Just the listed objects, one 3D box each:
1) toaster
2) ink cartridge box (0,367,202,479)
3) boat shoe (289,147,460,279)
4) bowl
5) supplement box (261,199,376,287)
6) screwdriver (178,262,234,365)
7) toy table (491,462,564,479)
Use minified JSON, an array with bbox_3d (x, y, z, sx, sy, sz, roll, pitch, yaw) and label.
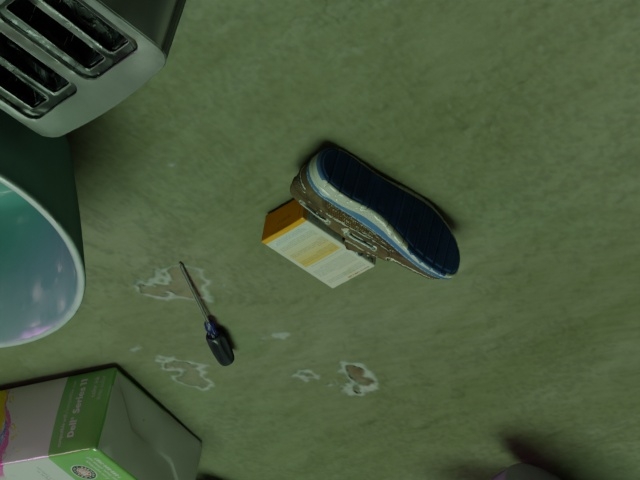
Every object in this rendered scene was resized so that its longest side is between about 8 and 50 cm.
[{"bbox_3d":[-0.208,-0.183,1.048,0.168,0.110,0.186,-25,132,37],"label":"toaster"},{"bbox_3d":[-0.355,0.282,1.673,0.354,0.119,0.207,-13,139,25],"label":"ink cartridge box"},{"bbox_3d":[0.052,-0.019,1.256,0.183,0.066,0.066,38,139,-19],"label":"boat shoe"},{"bbox_3d":[-0.347,-0.052,1.202,0.312,0.163,0.311,5,142,4],"label":"bowl"},{"bbox_3d":[0.000,0.000,1.305,0.098,0.036,0.062,34,135,-30],"label":"supplement box"},{"bbox_3d":[-0.126,0.078,1.454,0.024,0.025,0.170,-4,132,16],"label":"screwdriver"},{"bbox_3d":[0.255,0.396,1.632,0.274,0.252,0.161,39,117,-22],"label":"toy table"}]
